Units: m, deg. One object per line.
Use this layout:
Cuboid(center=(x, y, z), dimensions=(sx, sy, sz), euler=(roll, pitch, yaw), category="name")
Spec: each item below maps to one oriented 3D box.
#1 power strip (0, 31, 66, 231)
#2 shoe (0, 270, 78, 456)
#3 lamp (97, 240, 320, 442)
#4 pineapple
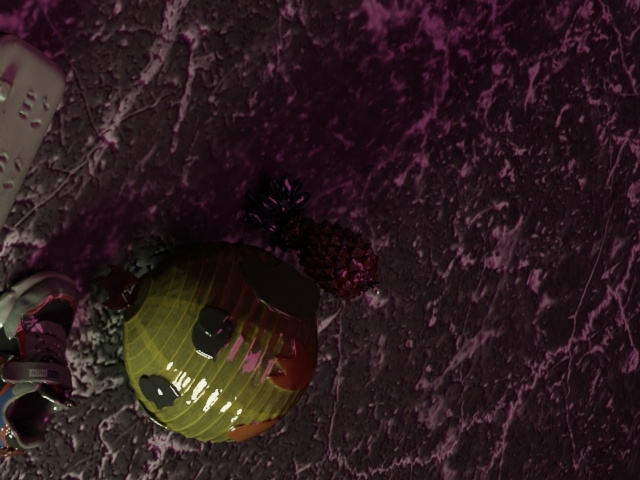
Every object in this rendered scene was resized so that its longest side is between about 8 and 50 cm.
Cuboid(center=(-0.383, -0.100, 1.816), dimensions=(0.194, 0.059, 0.265), euler=(35, 75, -56), category="power strip")
Cuboid(center=(-0.328, 0.147, 1.960), dimensions=(0.099, 0.125, 0.227), euler=(27, 87, -46), category="shoe")
Cuboid(center=(-0.139, 0.107, 2.071), dimensions=(0.284, 0.250, 0.250), euler=(31, 82, -17), category="lamp")
Cuboid(center=(0.000, -0.001, 2.179), dimensions=(0.103, 0.221, 0.083), euler=(-40, 148, -17), category="pineapple")
